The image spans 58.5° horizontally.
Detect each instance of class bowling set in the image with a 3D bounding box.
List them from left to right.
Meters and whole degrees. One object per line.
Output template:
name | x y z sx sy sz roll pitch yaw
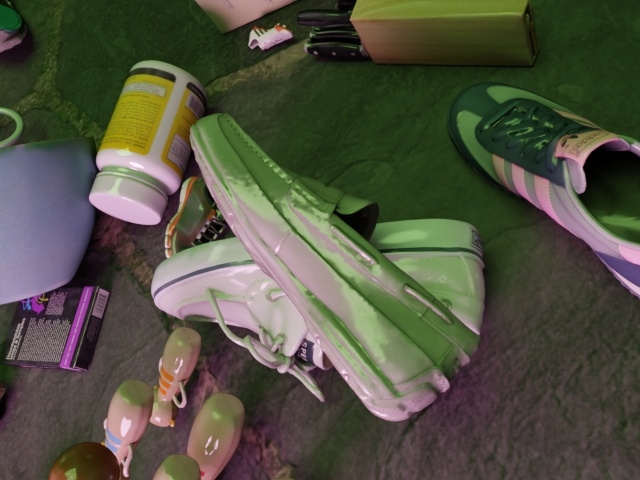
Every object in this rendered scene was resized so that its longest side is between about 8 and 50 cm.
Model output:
bowling set | -0.166 0.224 0.544 0.287 0.199 0.154 45 120 41

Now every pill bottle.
pill bottle | -0.245 -0.137 0.814 0.119 0.119 0.209 2 68 29

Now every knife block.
knife block | 0.098 -0.271 0.716 0.242 0.088 0.276 -32 56 12

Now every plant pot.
plant pot | -0.443 -0.021 0.798 0.290 0.290 0.196 -5 102 26

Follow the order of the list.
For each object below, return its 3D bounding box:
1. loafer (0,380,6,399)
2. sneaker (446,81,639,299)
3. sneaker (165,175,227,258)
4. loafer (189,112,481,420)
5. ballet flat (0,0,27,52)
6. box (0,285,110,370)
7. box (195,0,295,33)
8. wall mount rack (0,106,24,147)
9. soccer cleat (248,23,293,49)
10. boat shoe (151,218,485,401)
loafer | -0.476 0.258 0.793 0.056 0.050 0.148 24 95 38
sneaker | 0.229 -0.080 0.526 0.112 0.131 0.319 -45 54 3
sneaker | -0.156 -0.019 0.749 0.064 0.061 0.158 -4 65 19
loafer | 0.000 0.000 0.493 0.111 0.112 0.319 -37 72 -8
ballet flat | -0.752 -0.491 1.272 0.147 0.147 0.409 -41 52 5
box | -0.382 0.124 0.818 0.162 0.029 0.116 -3 65 26
box | -0.102 -0.457 0.833 0.242 0.213 0.117 -15 61 22
wall mount rack | -0.712 -0.163 1.021 0.350 0.130 0.304 -18 55 -22
soccer cleat | -0.076 -0.305 0.862 0.083 0.029 0.036 15 84 36
boat shoe | -0.015 0.084 0.590 0.366 0.136 0.157 -6 67 15
